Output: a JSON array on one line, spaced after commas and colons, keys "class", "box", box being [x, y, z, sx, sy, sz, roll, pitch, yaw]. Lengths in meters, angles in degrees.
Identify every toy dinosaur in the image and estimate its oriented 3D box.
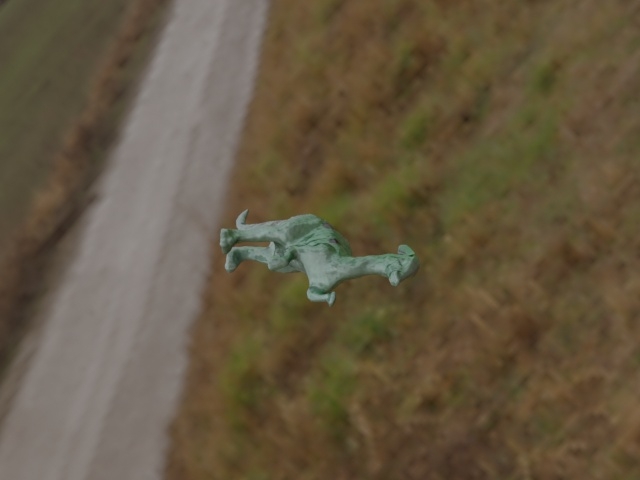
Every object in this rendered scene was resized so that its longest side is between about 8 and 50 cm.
[{"class": "toy dinosaur", "box": [0.000, 0.000, 0.627, 0.062, 0.021, 0.083, -3, 22, 2]}]
